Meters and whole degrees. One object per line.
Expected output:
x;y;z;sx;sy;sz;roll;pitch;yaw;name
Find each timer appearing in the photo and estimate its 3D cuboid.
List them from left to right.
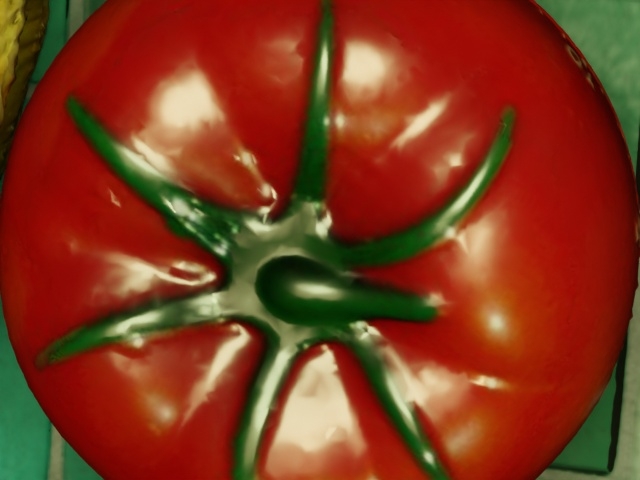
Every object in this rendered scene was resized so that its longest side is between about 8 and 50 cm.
0.000;0.000;0.971;0.378;0.279;0.377;2;101;8;timer

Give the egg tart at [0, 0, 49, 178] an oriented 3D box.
-0.251;-0.070;1.002;0.128;0.319;0.318;13;100;-10;egg tart
